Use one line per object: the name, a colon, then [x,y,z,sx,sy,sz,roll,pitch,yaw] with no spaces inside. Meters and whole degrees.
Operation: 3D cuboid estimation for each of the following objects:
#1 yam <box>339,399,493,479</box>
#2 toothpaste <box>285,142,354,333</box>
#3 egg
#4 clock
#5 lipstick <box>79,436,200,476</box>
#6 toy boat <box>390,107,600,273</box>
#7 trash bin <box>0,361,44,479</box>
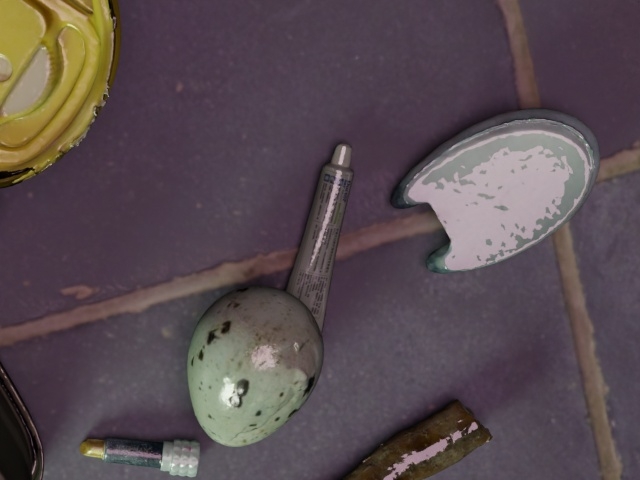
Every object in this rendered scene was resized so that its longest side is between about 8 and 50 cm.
yam: [0.054,0.243,1.872,0.253,0.061,0.061,-34,104,-5]
toothpaste: [0.000,0.000,1.838,0.048,0.029,0.197,13,99,-9]
egg: [-0.064,0.123,1.793,0.131,0.131,0.164,8,109,-13]
clock: [-0.312,-0.185,1.613,0.293,0.071,0.277,42,102,-4]
lipstick: [-0.177,0.207,1.833,0.116,0.037,0.037,8,98,-9]
toy boat: [0.177,-0.055,1.851,0.208,0.079,0.134,-31,96,6]
trash bin: [-0.363,0.215,1.687,0.220,0.250,0.219,-32,110,-5]
